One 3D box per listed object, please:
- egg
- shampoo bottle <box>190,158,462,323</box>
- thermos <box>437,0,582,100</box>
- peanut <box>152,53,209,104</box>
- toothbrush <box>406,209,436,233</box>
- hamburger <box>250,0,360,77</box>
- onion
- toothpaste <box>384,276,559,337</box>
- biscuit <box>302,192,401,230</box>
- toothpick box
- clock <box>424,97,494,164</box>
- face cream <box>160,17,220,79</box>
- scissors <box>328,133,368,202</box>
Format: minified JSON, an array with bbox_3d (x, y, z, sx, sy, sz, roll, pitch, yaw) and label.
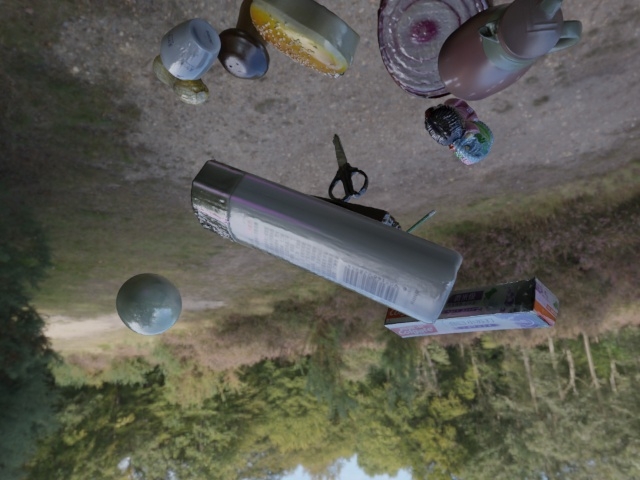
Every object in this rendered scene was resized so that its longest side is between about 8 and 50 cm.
[{"bbox_3d":[-0.440,0.158,1.142,0.151,0.151,0.209,13,-178,-43],"label":"egg"},{"bbox_3d":[0.000,0.000,0.385,0.227,0.056,0.086,22,154,15],"label":"shampoo bottle"},{"bbox_3d":[0.318,-0.332,0.762,0.176,0.146,0.265,-4,-170,0],"label":"thermos"},{"bbox_3d":[-0.400,-0.458,1.274,0.087,0.206,0.087,-43,162,-17],"label":"peanut"},{"bbox_3d":[0.302,-0.024,1.574,0.257,0.024,0.018,-40,176,12],"label":"toothbrush"},{"bbox_3d":[-0.041,-0.539,1.159,0.295,0.152,0.227,37,-164,6],"label":"hamburger"},{"bbox_3d":[0.294,-0.543,1.109,0.281,0.260,0.337,-1,126,28],"label":"onion"},{"bbox_3d":[0.156,0.080,0.496,0.047,0.040,0.196,36,149,-24],"label":"toothpaste"},{"bbox_3d":[-0.036,-0.028,0.844,0.388,0.107,0.073,16,162,42],"label":"biscuit"},{"bbox_3d":[-0.238,-0.695,1.529,0.191,0.295,0.192,14,158,6],"label":"toothpick box"},{"bbox_3d":[0.369,-0.291,1.193,0.100,0.194,0.195,-46,172,38],"label":"clock"},{"bbox_3d":[-0.232,-0.341,0.799,0.095,0.091,0.091,-18,158,40],"label":"face cream"},{"bbox_3d":[0.060,-0.208,1.200,0.109,0.300,0.022,-23,134,15],"label":"scissors"}]
